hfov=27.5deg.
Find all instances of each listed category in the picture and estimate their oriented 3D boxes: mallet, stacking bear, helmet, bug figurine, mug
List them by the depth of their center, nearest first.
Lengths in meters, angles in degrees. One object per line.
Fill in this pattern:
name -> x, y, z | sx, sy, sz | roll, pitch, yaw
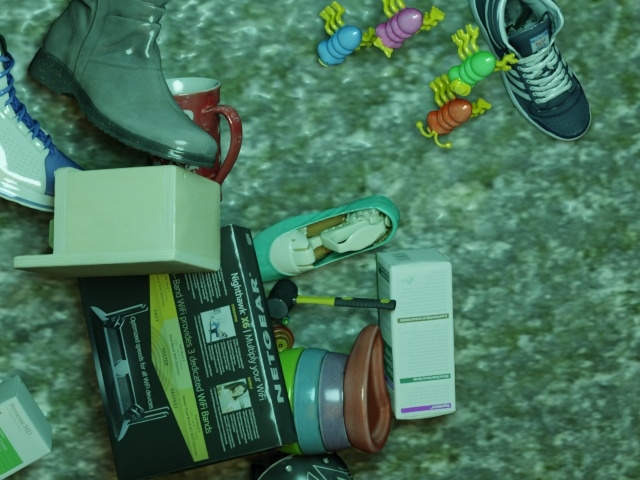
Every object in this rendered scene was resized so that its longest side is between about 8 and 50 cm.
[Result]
mug -> -0.180, -0.127, 1.791 | 0.113, 0.150, 0.169 | -10, 110, -23
bug figurine -> 0.129, -0.240, 1.795 | 0.279, 0.216, 0.072 | 30, 60, -15
stacking bear -> -0.059, 0.226, 1.872 | 0.289, 0.164, 0.175 | -2, 114, 14
mallet -> 0.011, 0.092, 1.875 | 0.190, 0.062, 0.039 | 6, 121, 22
helmet -> -0.024, 0.377, 1.931 | 0.169, 0.161, 0.169 | -2, 104, -10

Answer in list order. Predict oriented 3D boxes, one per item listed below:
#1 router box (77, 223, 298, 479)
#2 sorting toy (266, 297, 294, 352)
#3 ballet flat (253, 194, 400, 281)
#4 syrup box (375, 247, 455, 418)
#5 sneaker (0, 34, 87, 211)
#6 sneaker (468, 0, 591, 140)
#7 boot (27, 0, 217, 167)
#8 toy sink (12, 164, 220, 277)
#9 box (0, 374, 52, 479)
router box -> -0.185, 0.156, 1.791 | 0.243, 0.081, 0.309 | -15, 81, 15
sorting toy -> -0.071, 0.127, 1.923 | 0.061, 0.042, 0.102 | -37, 107, 0
ballet flat -> 0.000, 0.000, 1.881 | 0.247, 0.087, 0.083 | -21, 107, -4
syrup box -> 0.141, 0.137, 1.937 | 0.096, 0.093, 0.237 | -5, 105, -9
sneaker -> -0.435, -0.177, 1.738 | 0.315, 0.127, 0.182 | 28, 99, -14
sneaker -> 0.310, -0.249, 1.841 | 0.099, 0.153, 0.282 | -34, 107, 0
boot -> -0.228, -0.250, 1.678 | 0.338, 0.118, 0.223 | 34, 101, 27
toy sink -> -0.266, -0.026, 1.713 | 0.234, 0.153, 0.131 | -3, 82, 18
box -> -0.443, 0.266, 1.859 | 0.087, 0.102, 0.101 | -29, 106, -4
